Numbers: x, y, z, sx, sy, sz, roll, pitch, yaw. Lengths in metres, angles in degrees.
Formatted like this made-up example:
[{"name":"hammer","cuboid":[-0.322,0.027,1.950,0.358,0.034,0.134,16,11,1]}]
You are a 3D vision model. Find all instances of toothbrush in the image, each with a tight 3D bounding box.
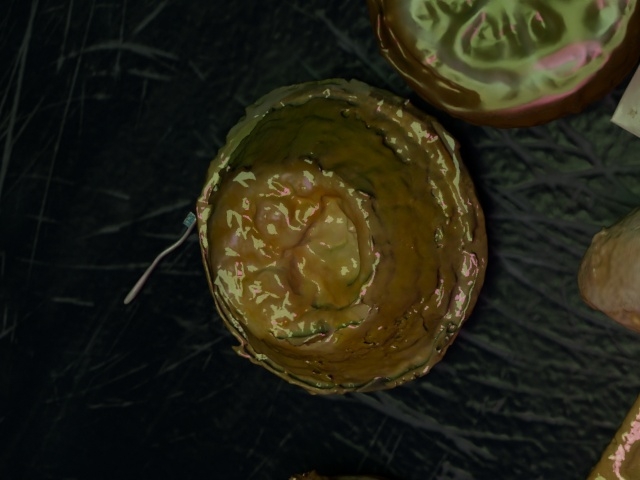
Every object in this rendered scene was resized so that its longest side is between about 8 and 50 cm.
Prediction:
[{"name":"toothbrush","cuboid":[-0.162,0.020,1.567,0.013,0.011,0.131,42,114,4]}]

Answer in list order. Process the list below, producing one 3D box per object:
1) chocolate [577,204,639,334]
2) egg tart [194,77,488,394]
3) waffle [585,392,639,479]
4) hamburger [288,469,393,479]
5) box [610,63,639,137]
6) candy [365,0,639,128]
[{"name":"chocolate","cuboid":[0.357,0.034,1.218,0.309,0.134,0.134,6,100,26]},{"name":"egg tart","cuboid":[0.000,0.000,1.413,0.315,0.120,0.315,4,99,28]},{"name":"waffle","cuboid":[0.303,0.233,1.310,0.168,0.057,0.274,35,112,22]},{"name":"hamburger","cuboid":[0.020,0.303,1.446,0.182,0.118,0.191,-29,78,26]},{"name":"box","cuboid":[0.316,-0.150,1.271,0.090,0.024,0.167,33,111,21]},{"name":"candy","cuboid":[0.161,-0.220,1.297,0.260,0.118,0.260,5,100,26]}]
